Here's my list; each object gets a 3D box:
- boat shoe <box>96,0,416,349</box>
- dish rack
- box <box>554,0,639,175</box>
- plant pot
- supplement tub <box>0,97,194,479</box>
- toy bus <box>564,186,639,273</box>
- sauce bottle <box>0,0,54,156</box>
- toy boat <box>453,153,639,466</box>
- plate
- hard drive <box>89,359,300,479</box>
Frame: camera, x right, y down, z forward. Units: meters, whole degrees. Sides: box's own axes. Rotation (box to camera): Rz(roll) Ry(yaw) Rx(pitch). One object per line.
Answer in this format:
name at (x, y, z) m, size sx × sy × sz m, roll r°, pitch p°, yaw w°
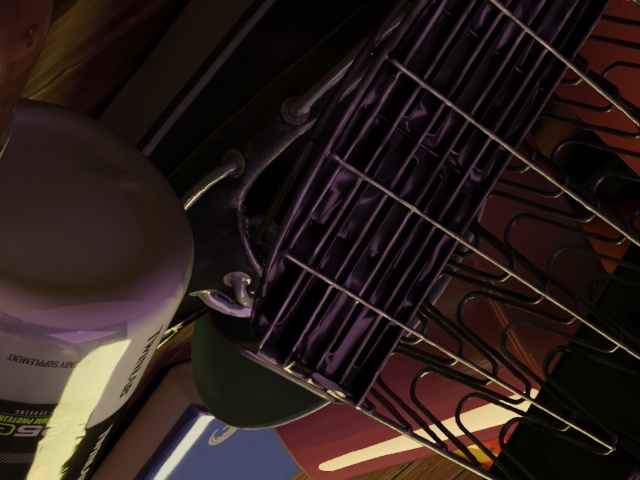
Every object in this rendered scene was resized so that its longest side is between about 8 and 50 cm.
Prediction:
boat shoe at (-0.036, -0.016, 0.692) m, size 0.301 × 0.102 × 0.108 m, roll -50°, pitch 159°, yaw 21°
dish rack at (0.084, 0.000, 0.644) m, size 0.271 × 0.074 × 0.208 m, roll 32°, pitch 89°, yaw -42°
box at (0.216, -0.152, 0.846) m, size 0.149 × 0.127 × 0.232 m, roll -34°, pitch 158°, yaw -20°
plant pot at (0.051, 0.030, 0.851) m, size 0.180 × 0.201 × 0.201 m, roll -28°, pitch 161°, yaw 7°
supplement tub at (-0.131, 0.048, 0.628) m, size 0.117 × 0.117 × 0.190 m, roll -22°, pitch 152°, yaw -43°
toy bus at (0.201, 0.033, 0.982) m, size 0.333 × 0.130 × 0.108 m, roll -2°, pitch -174°, yaw 36°
sauce bottle at (-0.141, -0.040, 0.446) m, size 0.111 × 0.111 × 0.344 m, roll -20°, pitch 149°, yaw -46°
toy boat at (0.187, 0.061, 1.152) m, size 0.148 × 0.267 × 0.318 m, roll 33°, pitch 125°, yaw -33°
plate at (0.000, 0.000, 0.752) m, size 0.188 × 0.188 × 0.024 m, roll -45°, pitch 119°, yaw 9°
hard drive at (-0.103, 0.186, 1.075) m, size 0.210 × 0.040 × 0.318 m, roll -11°, pitch 144°, yaw -55°
